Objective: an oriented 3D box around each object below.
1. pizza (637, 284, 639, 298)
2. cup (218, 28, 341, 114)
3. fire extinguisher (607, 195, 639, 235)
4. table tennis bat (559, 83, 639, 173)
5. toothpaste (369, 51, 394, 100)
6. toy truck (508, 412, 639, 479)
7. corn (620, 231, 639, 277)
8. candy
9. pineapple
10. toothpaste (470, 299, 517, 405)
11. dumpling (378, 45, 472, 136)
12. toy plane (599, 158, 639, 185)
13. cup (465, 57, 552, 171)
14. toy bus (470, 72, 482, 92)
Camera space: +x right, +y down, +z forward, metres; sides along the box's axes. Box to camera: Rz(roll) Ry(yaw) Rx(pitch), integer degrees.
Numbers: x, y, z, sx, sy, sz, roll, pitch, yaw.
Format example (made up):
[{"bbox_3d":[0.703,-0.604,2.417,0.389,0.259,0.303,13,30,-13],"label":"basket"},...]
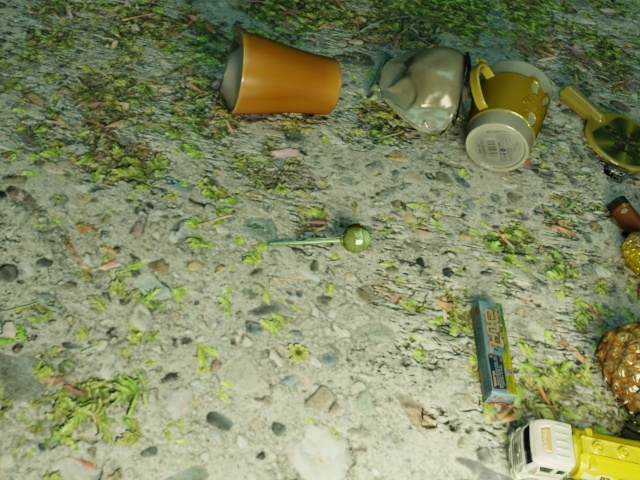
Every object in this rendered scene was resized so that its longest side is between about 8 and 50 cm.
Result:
[{"bbox_3d":[0.691,0.127,1.386,0.037,0.016,0.083,-11,56,-15],"label":"pizza"},{"bbox_3d":[-0.102,-0.371,1.514,0.263,0.183,0.226,4,18,-21],"label":"cup"},{"bbox_3d":[0.720,-0.023,1.494,0.050,0.062,0.177,15,41,-44],"label":"fire extinguisher"},{"bbox_3d":[0.750,-0.295,1.741,0.198,0.050,0.321,-24,65,-28],"label":"table tennis bat"},{"bbox_3d":[0.164,-0.418,1.689,0.064,0.041,0.218,31,46,-5],"label":"toothpaste"},{"bbox_3d":[0.426,0.351,1.063,0.226,0.114,0.098,13,49,-4],"label":"toy truck"},{"bbox_3d":[0.770,0.095,1.370,0.119,0.119,0.322,-29,58,-32],"label":"corn"},{"bbox_3d":[0.000,0.000,1.296,0.202,0.061,0.061,-3,51,-7],"label":"candy"},{"bbox_3d":[0.596,0.294,1.136,0.170,0.141,0.310,-22,55,15],"label":"pineapple"},{"bbox_3d":[0.324,0.203,1.206,0.070,0.044,0.194,8,50,-7],"label":"toothpaste"},{"bbox_3d":[0.266,-0.388,1.597,0.204,0.163,0.293,30,55,-15],"label":"dumpling"},{"bbox_3d":[0.748,-0.164,1.637,0.120,0.031,0.049,23,40,8],"label":"toy plane"},{"bbox_3d":[0.419,-0.307,1.553,0.241,0.185,0.226,43,51,-26],"label":"cup"},{"bbox_3d":[0.495,-0.402,1.729,0.193,0.089,0.087,-7,53,-22],"label":"toy bus"}]
